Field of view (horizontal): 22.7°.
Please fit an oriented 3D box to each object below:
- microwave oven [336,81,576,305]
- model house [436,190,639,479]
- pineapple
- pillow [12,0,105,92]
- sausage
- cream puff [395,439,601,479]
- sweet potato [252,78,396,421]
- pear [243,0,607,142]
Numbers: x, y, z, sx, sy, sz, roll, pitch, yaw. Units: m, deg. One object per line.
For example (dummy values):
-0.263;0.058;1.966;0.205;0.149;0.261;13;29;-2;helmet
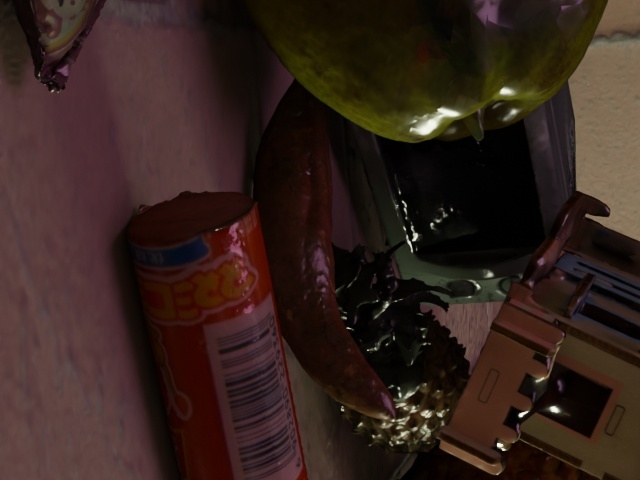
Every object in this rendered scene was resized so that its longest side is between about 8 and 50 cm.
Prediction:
0.126;-0.108;1.416;0.295;0.181;0.237;67;22;-53;microwave oven
0.257;0.094;1.209;0.169;0.244;0.326;-66;168;20;model house
0.048;0.072;1.174;0.251;0.125;0.125;61;28;-57;pineapple
-0.114;-0.162;0.743;0.185;0.043;0.118;-70;159;-53;pillow
-0.046;0.108;0.877;0.074;0.074;0.274;-66;148;-63;sausage
0.201;0.281;1.372;0.350;0.229;0.350;-10;107;-36;cream puff
-0.010;0.004;1.050;0.058;0.078;0.255;100;-18;-64;sweet potato
0.066;-0.219;1.048;0.269;0.269;0.321;34;44;-73;pear
